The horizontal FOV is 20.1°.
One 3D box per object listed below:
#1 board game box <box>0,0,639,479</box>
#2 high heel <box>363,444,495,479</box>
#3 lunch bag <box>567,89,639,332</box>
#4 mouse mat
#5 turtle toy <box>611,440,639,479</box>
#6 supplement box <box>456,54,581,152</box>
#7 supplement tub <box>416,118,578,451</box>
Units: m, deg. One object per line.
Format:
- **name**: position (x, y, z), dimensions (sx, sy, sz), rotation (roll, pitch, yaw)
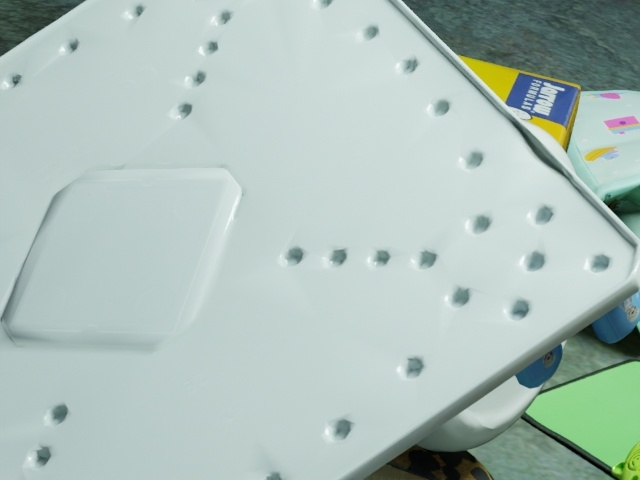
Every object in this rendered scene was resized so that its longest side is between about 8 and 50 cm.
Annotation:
- **board game box**: position (-0.092, 0.020, 0.922), dimensions (0.390, 0.050, 0.390), rotation (-34, 46, -4)
- **high heel**: position (-0.010, 0.149, 1.012), dimensions (0.186, 0.093, 0.261), rotation (17, 15, 28)
- **lunch bag**: position (0.296, -0.018, 1.417), dimensions (0.262, 0.160, 0.223), rotation (19, 23, -11)
- **mouse mat**: position (0.246, 0.141, 1.254), dimensions (0.152, 0.007, 0.189), rotation (-13, 33, -42)
- **turtle toy**: position (0.245, 0.162, 1.130), dimensions (0.130, 0.066, 0.095), rotation (13, 48, 13)
- **supplement box**: position (-0.013, -0.041, 1.306), dimensions (0.356, 0.195, 0.194), rotation (15, 25, 7)
- **supplement tub**: position (0.000, 0.000, 1.064), dimensions (0.272, 0.191, 0.191), rotation (16, 23, 34)
